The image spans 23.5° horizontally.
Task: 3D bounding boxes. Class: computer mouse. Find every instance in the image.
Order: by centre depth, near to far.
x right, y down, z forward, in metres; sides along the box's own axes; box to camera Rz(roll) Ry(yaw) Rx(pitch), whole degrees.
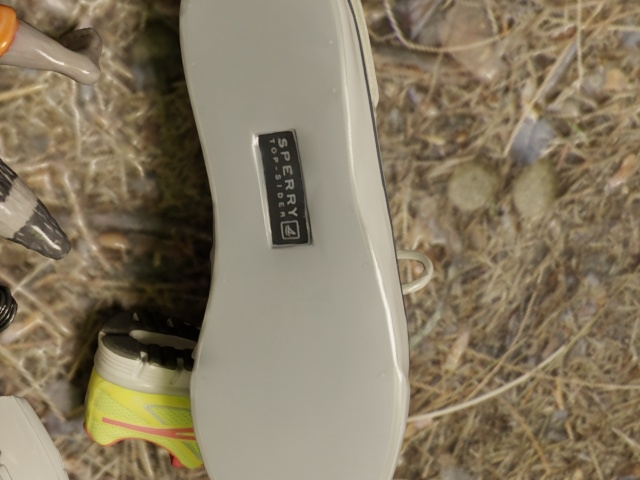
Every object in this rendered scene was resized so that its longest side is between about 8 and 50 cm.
[{"bbox_3d":[-0.192,0.132,0.932,0.106,0.042,0.193,-29,95,-11],"label":"computer mouse"}]

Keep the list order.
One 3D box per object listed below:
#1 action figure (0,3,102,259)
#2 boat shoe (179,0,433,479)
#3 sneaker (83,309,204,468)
[{"bbox_3d":[-0.229,-0.140,0.747,0.341,0.178,0.330,-42,137,4],"label":"action figure"},{"bbox_3d":[-0.009,-0.001,0.935,0.136,0.156,0.367,-5,99,16],"label":"boat shoe"},{"bbox_3d":[-0.064,0.111,1.017,0.208,0.081,0.094,16,114,-26],"label":"sneaker"}]
